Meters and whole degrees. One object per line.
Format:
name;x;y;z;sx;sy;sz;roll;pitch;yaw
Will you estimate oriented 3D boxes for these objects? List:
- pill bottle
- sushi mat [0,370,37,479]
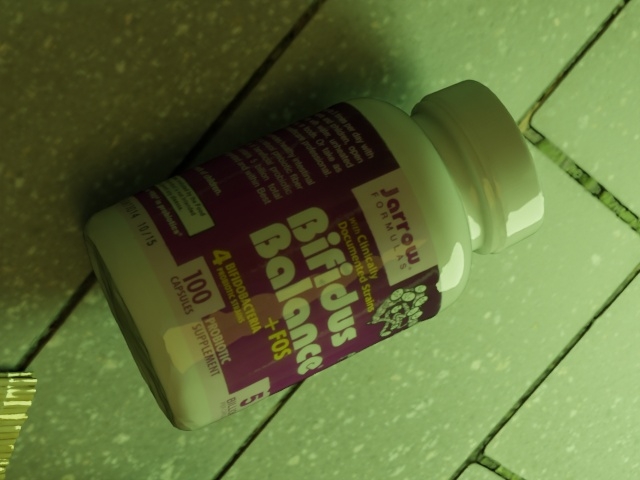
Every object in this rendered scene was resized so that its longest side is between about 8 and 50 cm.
pill bottle;0.000;0.000;1.088;0.301;0.169;0.169;-26;128;-12
sushi mat;-0.338;0.160;1.041;0.316;0.019;0.151;3;114;-48
